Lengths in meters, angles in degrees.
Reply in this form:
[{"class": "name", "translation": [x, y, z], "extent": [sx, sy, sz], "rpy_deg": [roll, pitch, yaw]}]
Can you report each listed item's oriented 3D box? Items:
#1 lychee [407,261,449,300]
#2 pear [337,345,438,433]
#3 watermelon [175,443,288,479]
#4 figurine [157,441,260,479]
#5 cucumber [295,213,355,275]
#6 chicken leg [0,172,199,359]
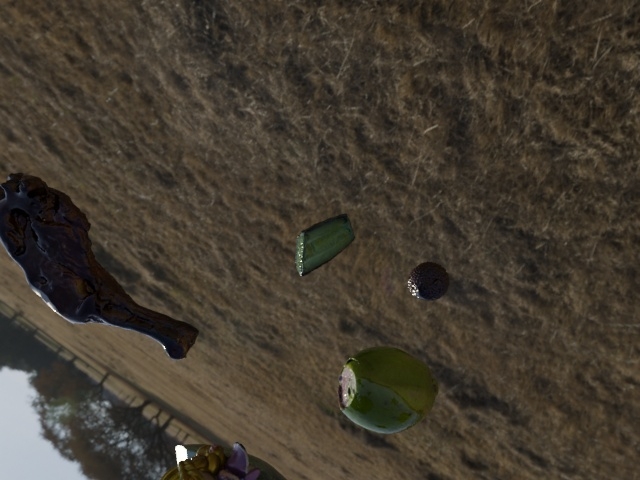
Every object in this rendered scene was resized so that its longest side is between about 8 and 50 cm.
[{"class": "lychee", "translation": [0.325, 0.124, 1.447], "extent": [0.129, 0.123, 0.123], "rpy_deg": [17, 149, 55]}, {"class": "pear", "translation": [0.155, 0.322, 1.030], "extent": [0.219, 0.188, 0.187], "rpy_deg": [12, 154, -11]}, {"class": "watermelon", "translation": [-0.123, 0.484, 0.773], "extent": [0.320, 0.213, 0.289], "rpy_deg": [54, 156, -20]}, {"class": "figurine", "translation": [-0.163, 0.310, 0.584], "extent": [0.114, 0.156, 0.095], "rpy_deg": [8, 118, 51]}, {"class": "cucumber", "translation": [0.000, 0.000, 1.316], "extent": [0.116, 0.192, 0.085], "rpy_deg": [67, 167, -22]}, {"class": "chicken leg", "translation": [-0.367, 0.056, 0.760], "extent": [0.407, 0.096, 0.158], "rpy_deg": [43, 111, 2]}]
